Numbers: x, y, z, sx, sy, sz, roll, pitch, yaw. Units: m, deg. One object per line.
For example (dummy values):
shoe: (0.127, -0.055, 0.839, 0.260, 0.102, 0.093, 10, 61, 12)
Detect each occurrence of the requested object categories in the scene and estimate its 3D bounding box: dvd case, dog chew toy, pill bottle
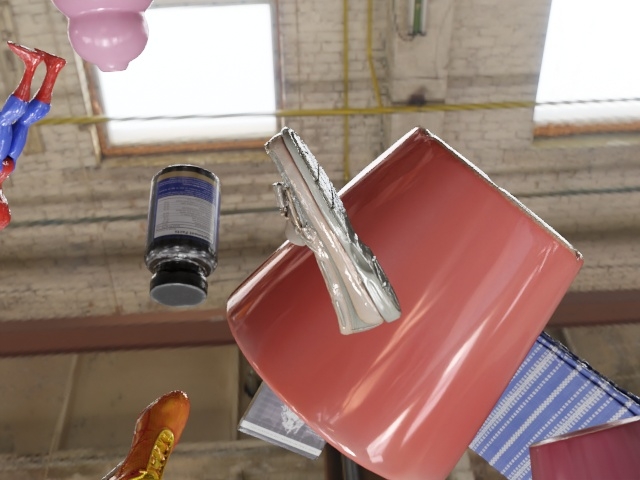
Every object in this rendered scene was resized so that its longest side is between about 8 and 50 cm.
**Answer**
dvd case: (-0.026, 0.273, 1.453, 0.164, 0.221, 0.018, 26, -170, -18)
dog chew toy: (-0.357, -0.442, 1.319, 0.206, 0.332, 0.206, -5, -172, 1)
pill bottle: (-0.231, -0.006, 1.365, 0.122, 0.123, 0.219, -1, -118, 0)

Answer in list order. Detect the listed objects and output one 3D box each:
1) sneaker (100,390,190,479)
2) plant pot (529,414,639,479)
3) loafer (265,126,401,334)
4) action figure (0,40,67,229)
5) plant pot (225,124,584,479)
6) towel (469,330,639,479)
sneaker: (-0.192, 0.251, 0.916, 0.067, 0.064, 0.175, 3, -125, 44)
plant pot: (0.288, 0.269, 0.779, 0.201, 0.201, 0.180, -12, -105, -13)
loafer: (0.000, 0.000, 0.443, 0.039, 0.125, 0.045, -28, -161, 11)
action figure: (-0.433, -0.120, 1.028, 0.139, 0.281, 0.091, 23, -171, 12)
plant pot: (0.090, 0.047, 0.754, 0.275, 0.243, 0.275, 38, -169, -9)
towel: (0.255, 0.205, 1.112, 0.336, 0.243, 0.040, 38, -140, 15)
